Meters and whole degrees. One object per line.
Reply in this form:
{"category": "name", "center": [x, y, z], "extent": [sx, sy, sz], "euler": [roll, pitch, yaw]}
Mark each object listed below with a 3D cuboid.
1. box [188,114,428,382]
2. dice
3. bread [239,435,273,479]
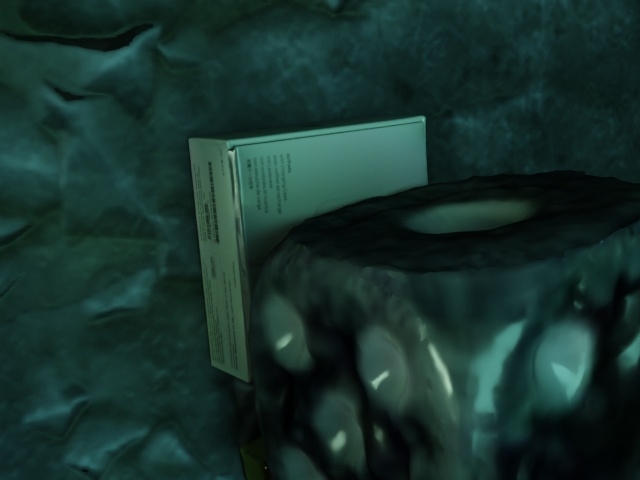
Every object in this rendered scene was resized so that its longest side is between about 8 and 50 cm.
{"category": "box", "center": [0.000, 0.000, 0.576], "extent": [0.129, 0.051, 0.130], "euler": [-11, 103, -32]}
{"category": "dice", "center": [0.082, 0.070, 0.500], "extent": [0.182, 0.181, 0.183], "euler": [-14, 105, -30]}
{"category": "bread", "center": [0.019, 0.211, 0.617], "extent": [0.088, 0.049, 0.226], "euler": [-22, 108, -30]}
